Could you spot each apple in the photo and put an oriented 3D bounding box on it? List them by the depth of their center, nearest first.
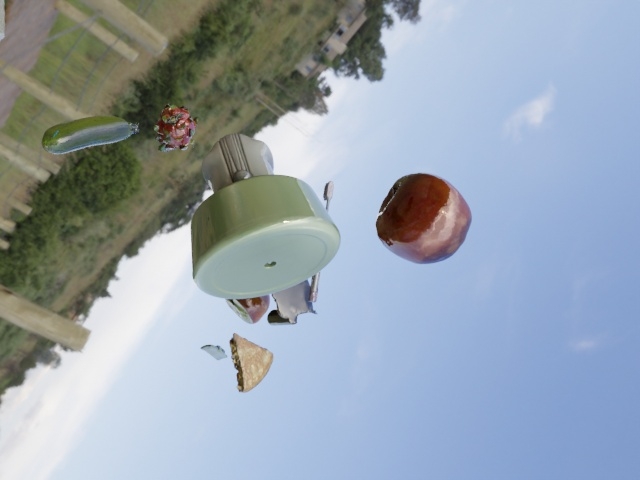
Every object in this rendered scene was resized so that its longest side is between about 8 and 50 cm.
[{"bbox_3d":[0.254,-0.051,1.309,0.230,0.230,0.230,-44,-157,24],"label":"apple"},{"bbox_3d":[-0.287,0.228,2.084,0.195,0.173,0.160,-17,-138,59],"label":"apple"}]

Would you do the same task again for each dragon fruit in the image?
[{"bbox_3d":[-0.504,-0.371,1.839,0.135,0.137,0.235,-65,-177,-40],"label":"dragon fruit"}]

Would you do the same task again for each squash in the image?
[{"bbox_3d":[-0.641,-0.309,1.511,0.087,0.087,0.331,-39,176,35],"label":"squash"}]

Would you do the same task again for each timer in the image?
[{"bbox_3d":[-0.143,-0.079,1.077,0.291,0.291,0.315,-40,-123,33],"label":"timer"}]

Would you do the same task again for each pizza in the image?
[{"bbox_3d":[-0.252,0.389,1.768,0.062,0.198,0.188,-14,-159,38],"label":"pizza"}]

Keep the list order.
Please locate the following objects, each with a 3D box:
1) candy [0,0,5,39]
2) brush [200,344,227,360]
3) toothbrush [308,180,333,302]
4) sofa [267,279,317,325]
[{"bbox_3d":[-0.706,-0.437,0.984,0.208,0.145,0.358,-37,-125,23],"label":"candy"},{"bbox_3d":[-0.288,0.296,1.441,0.178,0.033,0.029,79,3,-67],"label":"brush"},{"bbox_3d":[0.000,0.000,1.500,0.029,0.024,0.353,-13,-115,60],"label":"toothbrush"},{"bbox_3d":[-0.141,0.173,1.899,0.200,0.182,0.258,-18,-102,59],"label":"sofa"}]
